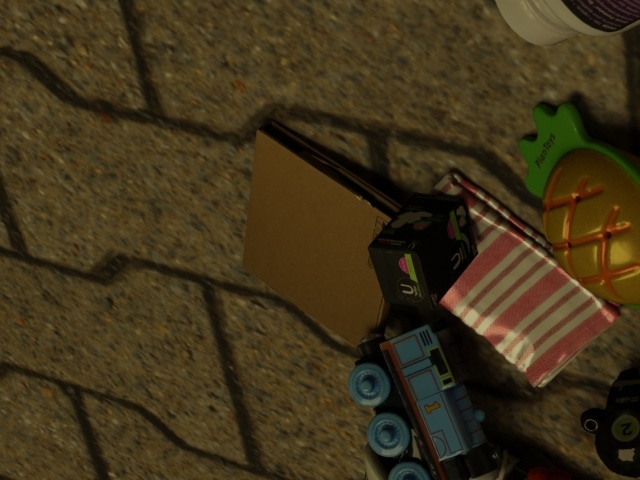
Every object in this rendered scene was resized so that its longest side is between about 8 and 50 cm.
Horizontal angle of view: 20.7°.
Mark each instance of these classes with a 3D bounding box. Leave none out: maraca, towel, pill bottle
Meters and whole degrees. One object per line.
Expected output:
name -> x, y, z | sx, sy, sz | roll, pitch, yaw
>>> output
maraca -> 0.219, -0.027, 1.385 | 0.185, 0.099, 0.127 | 53, 146, 25
towel -> 0.156, 0.036, 1.550 | 0.197, 0.029, 0.144 | 38, 142, 1
pill bottle -> 0.210, -0.203, 1.198 | 0.108, 0.108, 0.193 | 49, 141, -13

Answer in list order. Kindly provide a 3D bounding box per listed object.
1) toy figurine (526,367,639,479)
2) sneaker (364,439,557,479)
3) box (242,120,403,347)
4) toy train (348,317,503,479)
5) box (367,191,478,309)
toy figurine -> 0.284, 0.239, 1.498 | 0.209, 0.148, 0.213 | 38, 112, 1
sneaker -> 0.175, 0.259, 1.683 | 0.330, 0.122, 0.146 | 6, 134, 35
box -> 0.000, 0.000, 1.630 | 0.164, 0.021, 0.201 | 34, 145, 20
toy train -> 0.099, 0.164, 1.622 | 0.105, 0.080, 0.184 | -24, 85, 20
box -> 0.088, 0.009, 1.494 | 0.052, 0.083, 0.062 | 8, 130, 36
